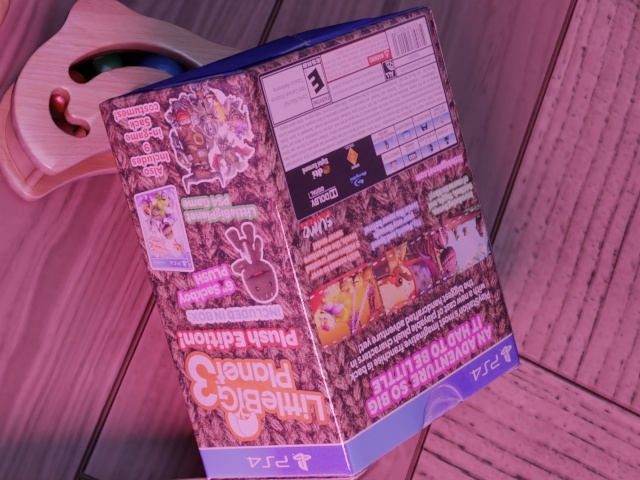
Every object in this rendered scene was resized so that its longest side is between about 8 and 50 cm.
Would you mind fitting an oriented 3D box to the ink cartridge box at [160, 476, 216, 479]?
[{"bbox_3d":[-0.148,0.274,1.307,0.234,0.088,0.193,-2,74,-23],"label":"ink cartridge box"}]

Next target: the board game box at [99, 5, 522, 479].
[{"bbox_3d":[0.000,0.000,1.329,0.232,0.141,0.291,-26,104,-49],"label":"board game box"}]

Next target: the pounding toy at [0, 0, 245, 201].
[{"bbox_3d":[-0.154,-0.110,1.376,0.269,0.155,0.154,19,66,-18],"label":"pounding toy"}]
